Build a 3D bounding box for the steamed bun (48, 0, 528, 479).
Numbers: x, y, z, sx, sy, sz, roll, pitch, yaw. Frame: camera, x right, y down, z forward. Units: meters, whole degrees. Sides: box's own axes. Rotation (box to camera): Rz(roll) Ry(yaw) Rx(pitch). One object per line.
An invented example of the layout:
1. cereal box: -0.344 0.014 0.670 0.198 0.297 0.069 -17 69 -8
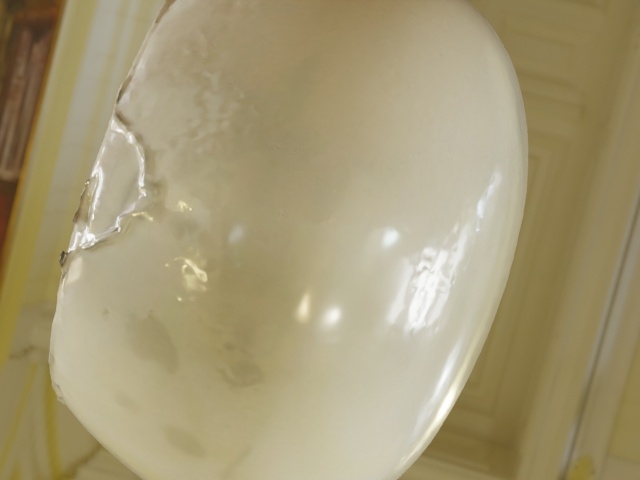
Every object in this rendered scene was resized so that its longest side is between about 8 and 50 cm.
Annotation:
1. steamed bun: 0.000 0.000 0.754 0.206 0.324 0.324 19 -175 6
